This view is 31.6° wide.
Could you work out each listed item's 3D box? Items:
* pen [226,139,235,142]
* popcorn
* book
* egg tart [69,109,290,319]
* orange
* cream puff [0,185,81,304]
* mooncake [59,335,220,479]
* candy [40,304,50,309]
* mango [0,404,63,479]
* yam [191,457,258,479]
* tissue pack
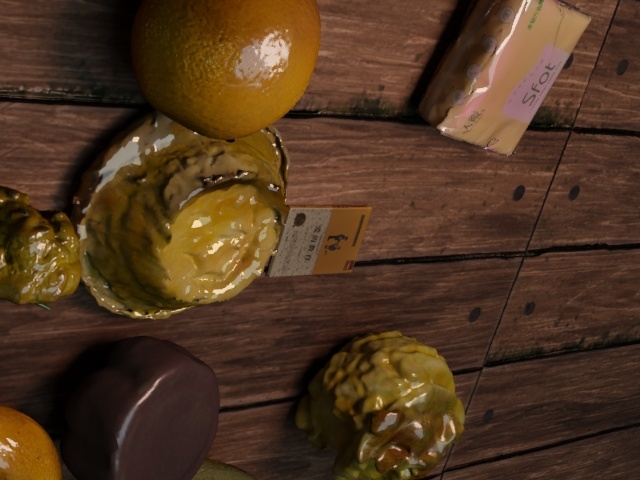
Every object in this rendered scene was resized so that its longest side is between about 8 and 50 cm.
[{"bbox_3d":[-0.065,-0.223,1.468,0.239,0.028,0.028,-61,143,-26],"label":"pen"},{"bbox_3d":[0.105,0.288,1.872,0.293,0.237,0.293,-21,125,-33],"label":"popcorn"},{"bbox_3d":[0.000,0.000,1.750,0.172,0.012,0.118,-2,118,-42],"label":"book"},{"bbox_3d":[-0.163,-0.024,1.499,0.345,0.132,0.345,-23,132,-29],"label":"egg tart"},{"bbox_3d":[-0.111,-0.235,1.336,0.236,0.236,0.236,-23,130,-30],"label":"orange"},{"bbox_3d":[-0.349,0.001,1.336,0.146,0.146,0.116,-14,123,-36],"label":"cream puff"},{"bbox_3d":[-0.247,0.253,1.569,0.245,0.133,0.245,-44,149,-35],"label":"mooncake"},{"bbox_3d":[-0.372,0.077,1.452,0.025,0.023,0.083,-17,151,22],"label":"candy"},{"bbox_3d":[-0.422,0.339,1.505,0.177,0.120,0.295,-32,134,-22],"label":"mango"},{"bbox_3d":[-0.215,0.458,1.748,0.161,0.161,0.268,15,105,-47],"label":"yam"},{"bbox_3d":[0.276,-0.272,1.743,0.215,0.123,0.256,9,117,-48],"label":"tissue pack"}]
